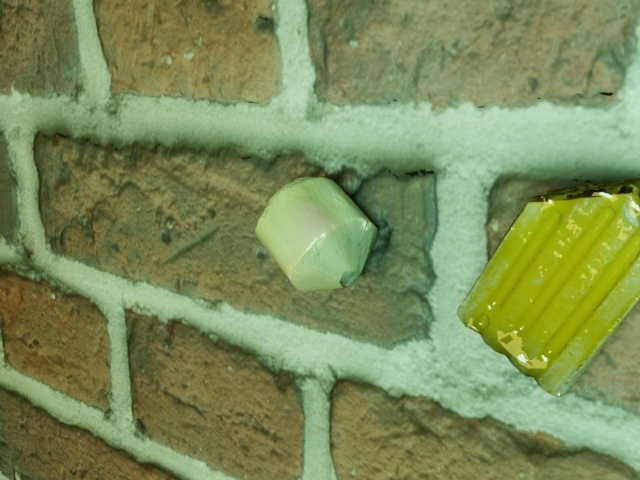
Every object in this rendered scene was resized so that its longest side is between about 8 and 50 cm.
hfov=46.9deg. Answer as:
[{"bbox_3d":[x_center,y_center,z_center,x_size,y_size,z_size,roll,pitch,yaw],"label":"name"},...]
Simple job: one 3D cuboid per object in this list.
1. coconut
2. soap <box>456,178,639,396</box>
[{"bbox_3d":[0.000,0.000,1.018,0.153,0.147,0.147,48,127,26],"label":"coconut"},{"bbox_3d":[0.284,0.034,0.838,0.160,0.080,0.257,40,124,22],"label":"soap"}]
